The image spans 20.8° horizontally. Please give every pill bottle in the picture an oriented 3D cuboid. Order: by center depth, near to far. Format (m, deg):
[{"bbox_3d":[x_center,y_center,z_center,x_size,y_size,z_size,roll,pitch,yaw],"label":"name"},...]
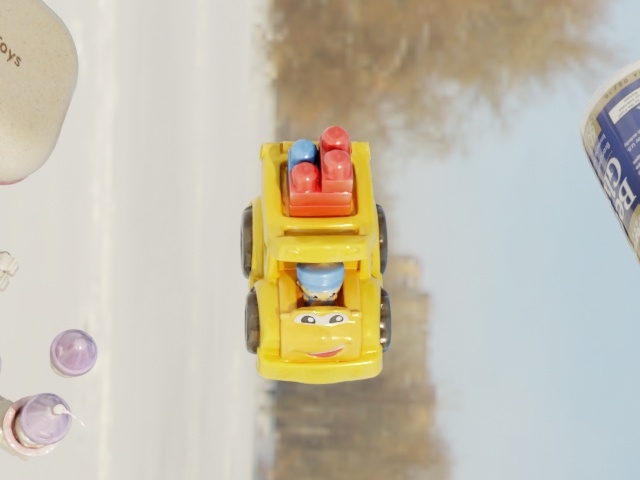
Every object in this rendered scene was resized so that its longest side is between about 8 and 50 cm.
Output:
[{"bbox_3d":[0.212,-0.019,0.959,0.169,0.094,0.094,-108,-165,-45],"label":"pill bottle"}]

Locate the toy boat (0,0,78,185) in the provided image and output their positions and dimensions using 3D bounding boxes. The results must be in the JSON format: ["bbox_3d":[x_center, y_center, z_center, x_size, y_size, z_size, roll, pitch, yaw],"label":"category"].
[{"bbox_3d":[-0.295,-0.137,1.252,0.231,0.151,0.151,45,46,-39],"label":"toy boat"}]

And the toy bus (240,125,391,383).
[{"bbox_3d":[0.000,0.000,1.697,0.211,0.149,0.220,97,-8,-54],"label":"toy bus"}]

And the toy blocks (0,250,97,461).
[{"bbox_3d":[-0.378,0.121,1.823,0.309,0.288,0.260,-59,-173,-22],"label":"toy blocks"}]
